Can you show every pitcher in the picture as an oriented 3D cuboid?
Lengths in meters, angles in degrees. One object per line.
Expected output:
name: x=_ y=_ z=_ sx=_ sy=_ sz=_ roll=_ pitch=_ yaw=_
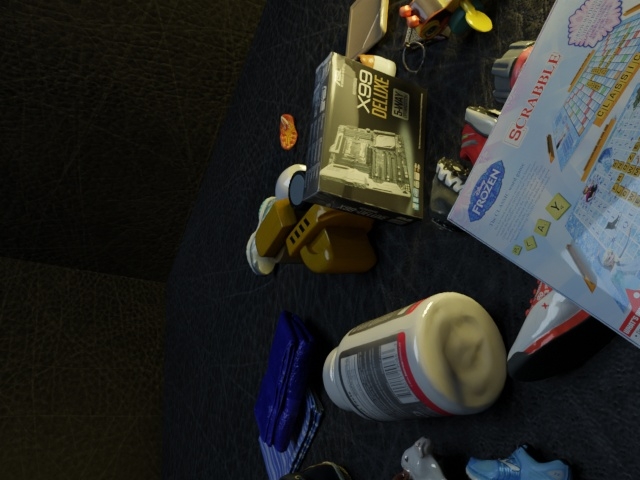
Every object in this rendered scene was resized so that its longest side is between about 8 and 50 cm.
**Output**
pitcher: x=-0.079 y=-0.155 z=1.526 sx=0.207 sy=0.126 sz=0.177 roll=117 pitch=169 yaw=-51

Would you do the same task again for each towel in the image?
towel: x=-0.095 y=0.503 z=1.320 sx=0.335 sy=0.040 sz=0.243 roll=-69 pitch=25 yaw=18
towel: x=-0.107 y=0.361 z=1.288 sx=0.228 sy=0.076 sz=0.307 roll=-147 pitch=70 yaw=-66

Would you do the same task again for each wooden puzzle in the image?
wooden puzzle: x=0.136 y=-0.619 z=1.378 sx=0.239 sy=0.044 sz=0.220 roll=155 pitch=123 yaw=-65

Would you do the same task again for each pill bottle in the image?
pill bottle: x=0.133 y=0.210 z=0.817 sx=0.318 sy=0.177 sz=0.176 roll=-37 pitch=46 yaw=54

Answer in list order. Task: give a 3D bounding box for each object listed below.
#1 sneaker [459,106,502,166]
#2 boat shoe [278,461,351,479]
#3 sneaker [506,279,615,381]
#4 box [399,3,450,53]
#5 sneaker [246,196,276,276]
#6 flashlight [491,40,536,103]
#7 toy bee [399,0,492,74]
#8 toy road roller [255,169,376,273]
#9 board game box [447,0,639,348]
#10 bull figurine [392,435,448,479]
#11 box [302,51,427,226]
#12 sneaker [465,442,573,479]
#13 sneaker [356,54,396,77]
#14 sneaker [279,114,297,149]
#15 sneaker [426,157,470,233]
sneaker: x=0.302 y=-0.117 z=0.743 sx=0.279 sy=0.108 sz=0.118 roll=-111 pitch=26 yaw=-59
boat shoe: x=0.037 y=0.612 z=0.857 sx=0.186 sy=0.156 sz=0.500 roll=-67 pitch=28 yaw=18
sneaker: x=0.315 y=0.049 z=0.620 sx=0.270 sy=0.090 sz=0.145 roll=-58 pitch=30 yaw=28
box: x=0.244 y=-0.498 z=1.099 sx=0.162 sy=0.029 sz=0.115 roll=19 pitch=95 yaw=64
sneaker: x=-0.172 y=-0.017 z=1.652 sx=0.122 sy=0.110 sz=0.282 roll=-6 pitch=73 yaw=60
flashlight: x=0.358 y=-0.210 z=0.634 sx=0.103 sy=0.103 sz=0.304 roll=-70 pitch=25 yaw=13
toy bee: x=0.236 y=-0.439 z=0.922 sx=0.195 sy=0.162 sz=0.298 roll=40 pitch=127 yaw=26
toy road roller: x=0.000 y=0.000 z=1.184 sx=0.329 sy=0.203 sz=0.240 roll=-49 pitch=48 yaw=44
board game box: x=0.318 y=-0.091 z=0.503 sx=0.318 sy=0.066 sz=0.318 roll=48 pitch=121 yaw=51
bull figurine: x=0.177 y=0.453 z=0.697 sx=0.188 sy=0.101 sz=0.310 roll=-13 pitch=66 yaw=61
box: x=0.099 y=-0.204 z=1.011 sx=0.077 sy=0.243 sz=0.307 roll=-24 pitch=56 yaw=60
sneaker: x=0.267 y=0.309 z=0.649 sx=0.162 sy=0.063 sz=0.073 roll=-20 pitch=43 yaw=56
sneaker: x=0.075 y=-0.350 z=1.274 sx=0.290 sy=0.123 sz=0.105 roll=-63 pitch=30 yaw=30
sneaker: x=-0.119 y=-0.389 z=1.792 sx=0.067 sy=0.064 sz=0.175 roll=101 pitch=170 yaw=-51
sneaker: x=0.243 y=-0.046 z=0.834 sx=0.234 sy=0.078 sz=0.106 roll=-107 pitch=35 yaw=-53
